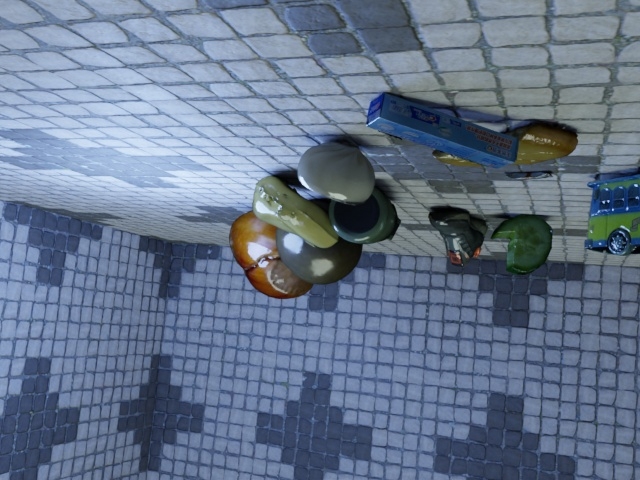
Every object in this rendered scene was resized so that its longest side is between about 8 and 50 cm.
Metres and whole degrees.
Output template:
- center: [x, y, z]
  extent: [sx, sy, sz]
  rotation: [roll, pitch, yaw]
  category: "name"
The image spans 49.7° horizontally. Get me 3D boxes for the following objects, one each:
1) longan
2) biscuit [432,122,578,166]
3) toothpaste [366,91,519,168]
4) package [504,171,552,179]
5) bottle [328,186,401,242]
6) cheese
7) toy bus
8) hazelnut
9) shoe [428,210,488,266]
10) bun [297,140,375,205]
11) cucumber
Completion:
- center: [-0.003, 0.002, 2.217]
  extent: [0.297, 0.298, 0.297]
  rotation: [5, 173, 1]
  category: "longan"
- center: [0.371, -0.180, 1.374]
  extent: [0.154, 0.045, 0.299]
  rotation: [9, 173, -30]
  category: "biscuit"
- center: [0.217, -0.192, 1.222]
  extent: [0.272, 0.053, 0.066]
  rotation: [15, 168, -16]
  category: "toothpaste"
- center: [0.490, -0.152, 1.632]
  extent: [0.110, 0.015, 0.037]
  rotation: [0, 171, 30]
  category: "package"
- center: [0.139, -0.068, 2.010]
  extent: [0.168, 0.169, 0.347]
  rotation: [3, 178, 14]
  category: "bottle"
- center: [-0.083, -0.086, 1.940]
  extent: [0.259, 0.128, 0.316]
  rotation: [25, 178, 23]
  category: "cheese"
- center: [0.747, -0.055, 1.509]
  extent: [0.151, 0.190, 0.312]
  rotation: [8, 172, -28]
  category: "toy bus"
- center: [-0.163, 0.041, 2.506]
  extent: [0.372, 0.373, 0.315]
  rotation: [-1, -150, 40]
  category: "hazelnut"
- center: [0.448, -0.001, 2.285]
  extent: [0.132, 0.171, 0.336]
  rotation: [1, 173, 34]
  category: "shoe"
- center: [0.041, -0.156, 1.498]
  extent: [0.172, 0.120, 0.173]
  rotation: [20, -165, -6]
  category: "bun"
- center: [0.657, 0.010, 2.219]
  extent: [0.191, 0.191, 0.130]
  rotation: [4, 174, 12]
  category: "cucumber"
